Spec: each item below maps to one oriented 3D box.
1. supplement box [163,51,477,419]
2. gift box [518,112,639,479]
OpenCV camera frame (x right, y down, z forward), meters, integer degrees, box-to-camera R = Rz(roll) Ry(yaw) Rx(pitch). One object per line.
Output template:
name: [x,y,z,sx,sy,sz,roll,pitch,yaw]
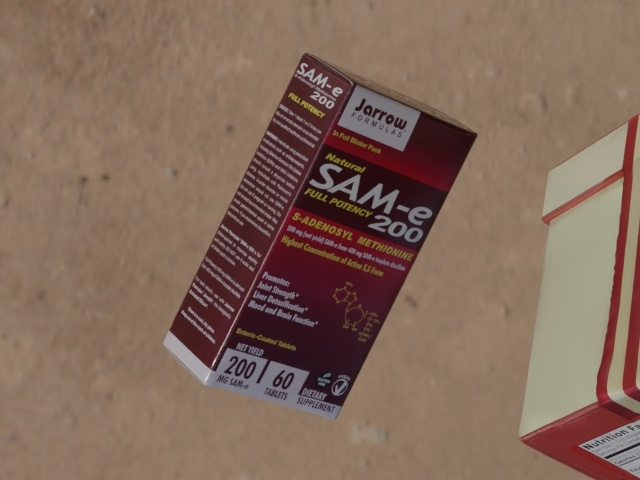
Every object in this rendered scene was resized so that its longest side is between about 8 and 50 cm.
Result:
supplement box: [0.000,0.000,1.325,0.130,0.073,0.239,19,101,-38]
gift box: [0.303,0.043,1.212,0.276,0.258,0.255,30,143,-27]
